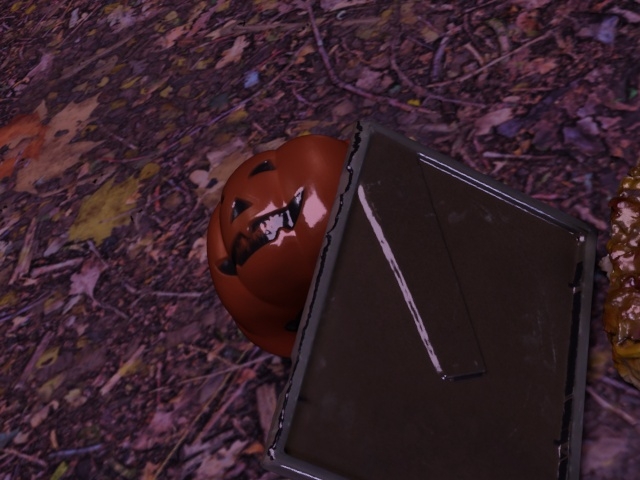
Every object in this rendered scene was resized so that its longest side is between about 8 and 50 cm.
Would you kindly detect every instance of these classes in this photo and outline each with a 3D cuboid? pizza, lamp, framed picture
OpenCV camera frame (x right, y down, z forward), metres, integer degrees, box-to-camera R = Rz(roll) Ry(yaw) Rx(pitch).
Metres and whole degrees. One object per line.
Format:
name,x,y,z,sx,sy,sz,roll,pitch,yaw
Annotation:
pizza,0.257,0.018,0.720,0.127,0.058,0.246,-3,44,32
lamp,0.000,0.000,0.806,0.188,0.187,0.163,-24,49,9
framed picture,0.092,0.062,0.680,0.016,0.213,0.289,-52,18,51
